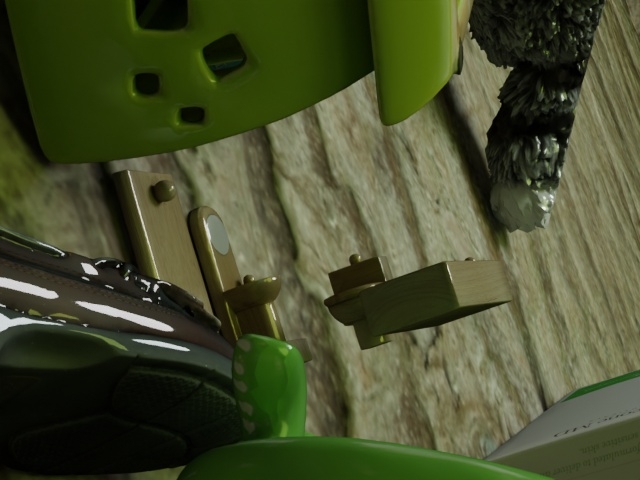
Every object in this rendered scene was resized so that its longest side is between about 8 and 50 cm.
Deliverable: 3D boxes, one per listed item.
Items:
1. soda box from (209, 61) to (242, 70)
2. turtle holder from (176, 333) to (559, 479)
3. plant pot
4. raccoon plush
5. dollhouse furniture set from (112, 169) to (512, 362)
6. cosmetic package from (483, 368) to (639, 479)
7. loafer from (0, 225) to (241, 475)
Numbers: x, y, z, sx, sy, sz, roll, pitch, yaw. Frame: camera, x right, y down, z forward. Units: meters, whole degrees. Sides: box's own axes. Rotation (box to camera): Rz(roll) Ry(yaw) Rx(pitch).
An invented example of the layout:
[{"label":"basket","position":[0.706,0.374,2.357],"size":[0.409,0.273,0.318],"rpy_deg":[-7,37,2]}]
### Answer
[{"label":"soda box","position":[-0.063,-0.183,0.915],"size":[0.210,0.071,0.067],"rpy_deg":[64,23,-15]},{"label":"turtle holder","position":[0.039,0.193,0.582],"size":[0.320,0.243,0.227],"rpy_deg":[124,-19,-69]},{"label":"plant pot","position":[-0.028,-0.183,0.734],"size":[0.227,0.207,0.228],"rpy_deg":[-71,159,-58]},{"label":"raccoon plush","position":[0.110,-0.246,1.334],"size":[0.216,0.299,0.447],"rpy_deg":[-26,128,-83]},{"label":"dollhouse furniture set","position":[0.000,0.000,0.801],"size":[0.144,0.151,0.123],"rpy_deg":[1,70,-69]},{"label":"cosmetic package","position":[0.282,0.198,1.231],"size":[0.365,0.197,0.155],"rpy_deg":[-7,77,-69]},{"label":"loafer","position":[-0.118,0.027,0.571],"size":[0.302,0.109,0.095],"rpy_deg":[24,44,-58]}]
